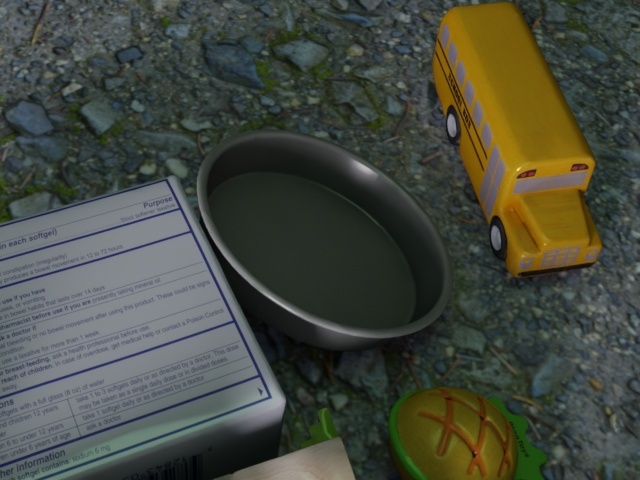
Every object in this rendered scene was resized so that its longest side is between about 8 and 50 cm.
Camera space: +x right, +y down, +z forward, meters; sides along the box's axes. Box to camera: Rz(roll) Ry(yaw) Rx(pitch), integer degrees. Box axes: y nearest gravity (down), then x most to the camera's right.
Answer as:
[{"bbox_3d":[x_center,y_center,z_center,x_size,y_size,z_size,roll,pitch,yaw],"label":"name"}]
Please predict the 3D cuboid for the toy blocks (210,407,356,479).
[{"bbox_3d":[-0.058,0.340,0.831,0.261,0.190,0.381,-18,60,-5],"label":"toy blocks"}]

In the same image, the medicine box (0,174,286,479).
[{"bbox_3d":[-0.210,0.114,0.988,0.263,0.149,0.289,-17,55,-19],"label":"medicine box"}]

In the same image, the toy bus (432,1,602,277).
[{"bbox_3d":[0.229,-0.122,1.234,0.108,0.130,0.332,-7,53,-12],"label":"toy bus"}]

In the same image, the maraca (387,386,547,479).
[{"bbox_3d":[0.142,0.194,1.003,0.186,0.099,0.127,5,49,-37],"label":"maraca"}]

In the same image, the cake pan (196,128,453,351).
[{"bbox_3d":[0.000,0.000,1.105,0.293,0.054,0.293,19,39,-17],"label":"cake pan"}]
